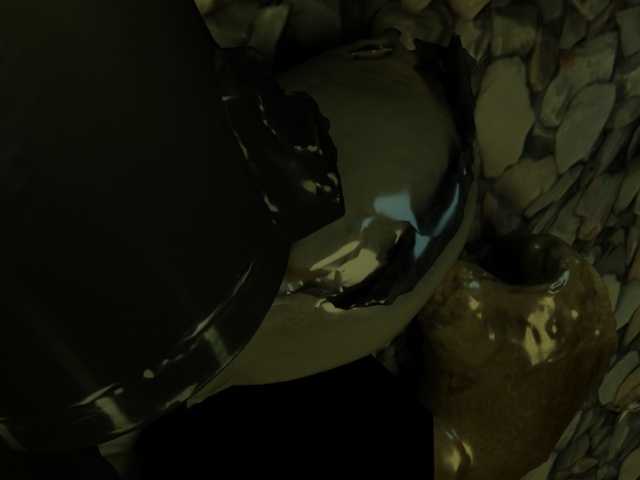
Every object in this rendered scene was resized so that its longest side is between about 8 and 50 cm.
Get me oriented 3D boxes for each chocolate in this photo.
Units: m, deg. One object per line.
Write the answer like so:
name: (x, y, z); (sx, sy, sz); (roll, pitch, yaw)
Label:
chocolate: (-0.014, 0.205, 0.747); (0.177, 0.206, 0.224); (56, 35, -72)

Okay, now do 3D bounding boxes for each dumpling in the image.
dumpling: (0.014, 0.000, 0.603); (0.293, 0.163, 0.205); (-52, 145, -39)

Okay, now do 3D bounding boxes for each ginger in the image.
ginger: (0.138, 0.119, 0.848); (0.221, 0.130, 0.276); (-30, 129, -12)

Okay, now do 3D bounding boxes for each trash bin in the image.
trash bin: (-0.149, -0.080, 0.382); (0.252, 0.203, 0.301); (-16, 136, 10)

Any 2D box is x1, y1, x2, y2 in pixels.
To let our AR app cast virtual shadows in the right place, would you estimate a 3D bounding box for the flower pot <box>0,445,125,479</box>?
flower pot: (-0.203, 0.243, 0.532); (0.266, 0.266, 0.267); (-33, 146, -22)
